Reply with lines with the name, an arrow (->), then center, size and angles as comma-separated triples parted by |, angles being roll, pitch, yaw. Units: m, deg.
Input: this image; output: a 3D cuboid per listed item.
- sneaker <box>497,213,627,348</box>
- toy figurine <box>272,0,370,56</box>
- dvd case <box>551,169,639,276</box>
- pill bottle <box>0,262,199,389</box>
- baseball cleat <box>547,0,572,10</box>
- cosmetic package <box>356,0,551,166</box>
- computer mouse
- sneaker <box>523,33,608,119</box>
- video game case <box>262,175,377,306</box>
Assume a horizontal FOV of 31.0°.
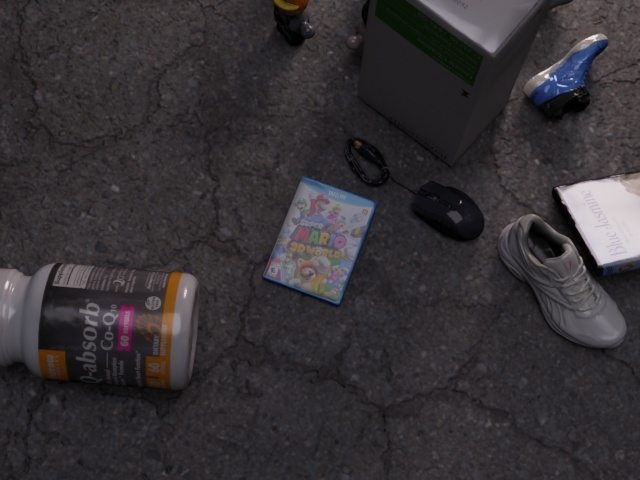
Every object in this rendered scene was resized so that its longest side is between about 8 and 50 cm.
sneaker -> 0.343, 0.058, 1.620 | 0.090, 0.115, 0.232 | -42, 79, -13
toy figurine -> 0.034, -0.392, 1.726 | 0.213, 0.148, 0.210 | 14, 73, 1
dvd case -> 0.483, -0.038, 1.659 | 0.253, 0.022, 0.180 | -11, 45, -7
pill bottle -> -0.308, 0.113, 1.552 | 0.278, 0.162, 0.162 | 4, 73, -1
baseball cleat -> 0.296, -0.338, 1.773 | 0.205, 0.072, 0.109 | -8, 87, 0
cosmetic package -> 0.177, -0.273, 1.583 | 0.197, 0.365, 0.155 | 37, 74, 11
computer mouse -> 0.137, -0.080, 1.693 | 0.242, 0.041, 0.071 | 33, 75, 8
sneaker -> 0.391, -0.242, 1.742 | 0.152, 0.058, 0.084 | -35, 72, -8
video game case -> 0.000, 0.000, 1.676 | 0.119, 0.015, 0.166 | 20, 73, 4
